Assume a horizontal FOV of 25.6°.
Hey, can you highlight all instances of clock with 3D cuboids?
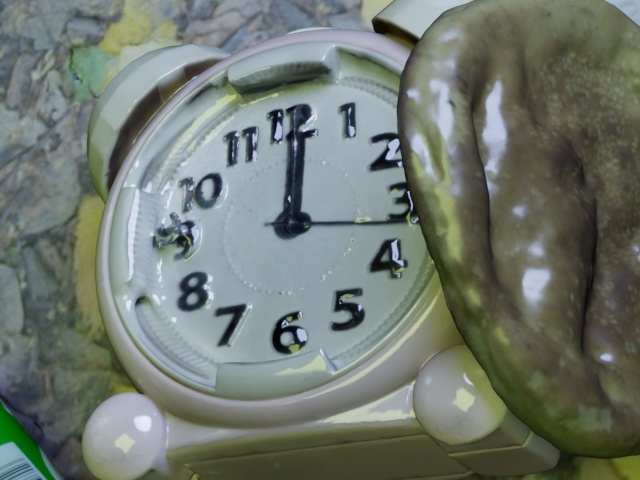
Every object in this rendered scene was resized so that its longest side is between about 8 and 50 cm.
[{"bbox_3d":[0.000,0.000,0.943,0.342,0.184,0.326,-9,69,16],"label":"clock"}]

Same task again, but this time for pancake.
[{"bbox_3d":[0.164,-0.023,0.837,0.049,0.294,0.295,-32,60,53],"label":"pancake"}]

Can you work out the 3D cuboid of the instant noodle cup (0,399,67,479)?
[{"bbox_3d":[-0.248,0.211,0.993,0.232,0.207,0.207,37,93,19],"label":"instant noodle cup"}]
